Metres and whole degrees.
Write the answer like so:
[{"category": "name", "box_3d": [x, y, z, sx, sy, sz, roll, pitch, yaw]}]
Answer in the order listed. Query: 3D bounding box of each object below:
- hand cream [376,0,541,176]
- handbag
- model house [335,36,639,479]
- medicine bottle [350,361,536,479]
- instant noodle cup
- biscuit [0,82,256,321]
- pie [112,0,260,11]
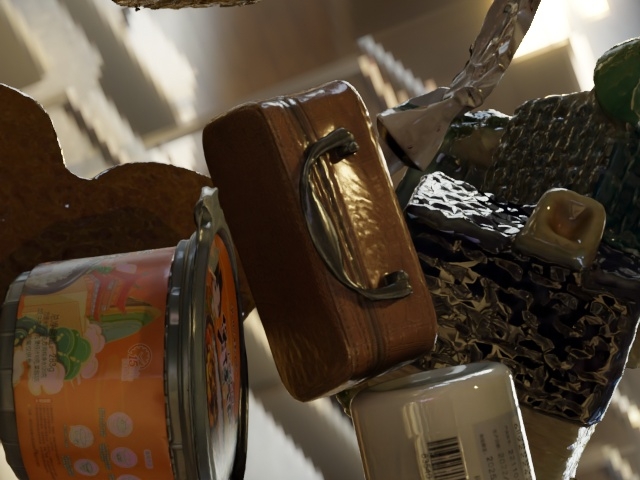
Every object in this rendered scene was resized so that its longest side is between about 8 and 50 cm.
[{"category": "hand cream", "box_3d": [0.108, -0.139, 1.333, 0.050, 0.257, 0.084, 35, 2, -16]}, {"category": "handbag", "box_3d": [0.000, 0.000, 1.220, 0.151, 0.072, 0.193, -19, -93, 67]}, {"category": "model house", "box_3d": [0.166, -0.001, 1.471, 0.284, 0.243, 0.298, 103, 10, -66]}, {"category": "medicine bottle", "box_3d": [0.085, 0.174, 1.184, 0.103, 0.103, 0.186, -15, 92, -70]}, {"category": "instant noodle cup", "box_3d": [-0.114, 0.077, 1.112, 0.177, 0.126, 0.208, 35, 54, -82]}, {"category": "biscuit", "box_3d": [-0.243, 0.013, 1.312, 0.432, 0.064, 0.283, 2, 53, -20]}, {"category": "pie", "box_3d": [-0.115, -0.253, 1.856, 0.195, 0.195, 0.046, 5, 79, -69]}]
